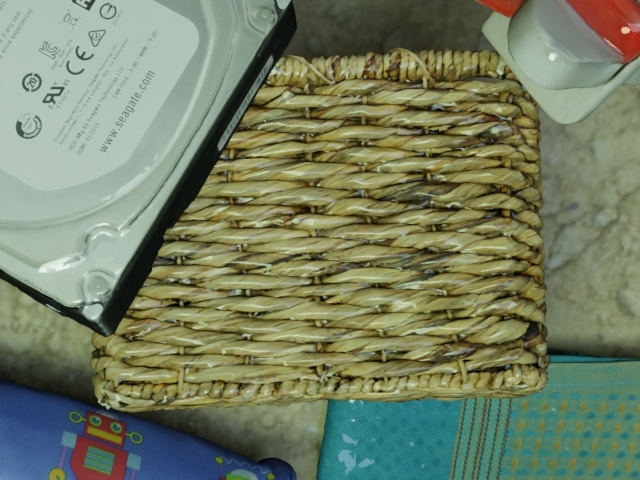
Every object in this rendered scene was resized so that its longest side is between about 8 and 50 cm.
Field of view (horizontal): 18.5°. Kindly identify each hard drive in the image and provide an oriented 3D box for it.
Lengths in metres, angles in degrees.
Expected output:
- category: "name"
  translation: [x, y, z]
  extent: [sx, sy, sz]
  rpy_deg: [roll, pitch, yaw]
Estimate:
- category: "hard drive"
  translation: [-0.216, -0.123, 1.202]
  extent: [0.339, 0.064, 0.237]
  rpy_deg: [29, 79, 10]

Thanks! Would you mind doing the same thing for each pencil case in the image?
- category: "pencil case"
  translation: [-0.172, 0.173, 1.365]
  extent: [0.306, 0.119, 0.133]
  rpy_deg: [19, 143, -17]

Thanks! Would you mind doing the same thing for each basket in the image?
- category: "basket"
  translation: [0.000, 0.000, 1.314]
  extent: [0.299, 0.213, 0.223]
  rpy_deg: [-3, 84, 3]

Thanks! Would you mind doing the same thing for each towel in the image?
- category: "towel"
  translation: [0.116, 0.251, 1.495]
  extent: [0.271, 0.040, 0.370]
  rpy_deg: [6, 105, -13]

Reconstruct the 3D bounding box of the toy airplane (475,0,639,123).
- category: "toy airplane"
  translation: [0.089, -0.251, 1.167]
  extent: [0.384, 0.386, 0.272]
  rpy_deg: [18, 109, -17]
